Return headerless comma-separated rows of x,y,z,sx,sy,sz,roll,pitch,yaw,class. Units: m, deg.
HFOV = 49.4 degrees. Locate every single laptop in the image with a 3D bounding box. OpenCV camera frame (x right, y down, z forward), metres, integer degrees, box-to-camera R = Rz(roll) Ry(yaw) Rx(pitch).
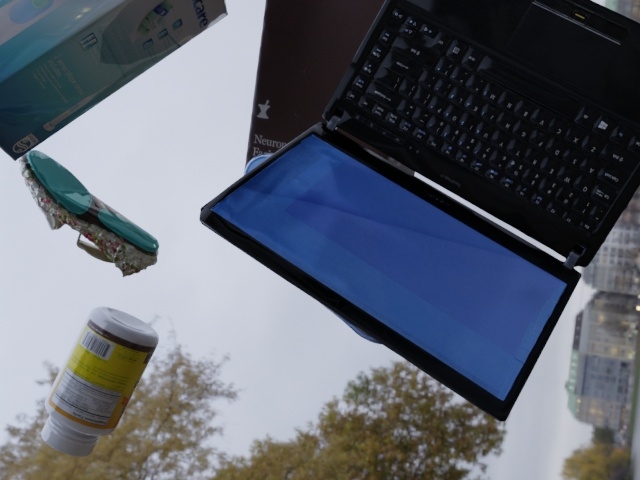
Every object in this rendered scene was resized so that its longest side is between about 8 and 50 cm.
0.094,-0.068,0.464,0.264,0.234,0.136,-60,-15,9,laptop

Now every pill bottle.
-0.347,0.220,1.083,0.215,0.117,0.117,-63,-27,0,pill bottle

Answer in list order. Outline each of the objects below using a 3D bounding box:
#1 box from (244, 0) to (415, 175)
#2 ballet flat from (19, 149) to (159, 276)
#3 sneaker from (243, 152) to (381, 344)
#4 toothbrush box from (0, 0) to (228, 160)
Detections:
0.029,-0.180,0.867,0.143,0.191,0.382,-18,-61,-64,box
-0.345,-0.028,1.008,0.241,0.077,0.091,41,-158,-16,ballet flat
0.000,0.000,0.580,0.069,0.209,0.082,-47,-17,17,sneaker
-0.282,-0.267,0.740,0.295,0.216,0.126,-37,-14,-11,toothbrush box
